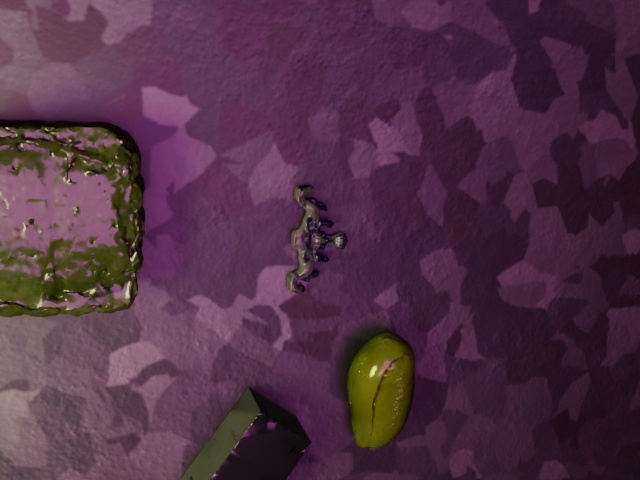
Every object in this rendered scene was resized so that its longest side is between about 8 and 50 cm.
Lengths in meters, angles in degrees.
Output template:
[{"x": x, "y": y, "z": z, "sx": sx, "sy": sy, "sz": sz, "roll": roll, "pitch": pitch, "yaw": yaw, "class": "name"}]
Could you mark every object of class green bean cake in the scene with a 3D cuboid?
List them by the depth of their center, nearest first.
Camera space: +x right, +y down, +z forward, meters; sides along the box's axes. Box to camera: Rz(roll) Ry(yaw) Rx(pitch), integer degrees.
[{"x": -0.291, "y": -0.025, "z": 0.746, "sx": 0.214, "sy": 0.113, "sz": 0.201, "roll": -2, "pitch": 101, "yaw": -17, "class": "green bean cake"}]

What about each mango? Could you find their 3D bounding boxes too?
[{"x": 0.073, "y": 0.193, "z": 0.924, "sx": 0.091, "sy": 0.074, "sz": 0.165, "roll": 3, "pitch": 113, "yaw": -23, "class": "mango"}]

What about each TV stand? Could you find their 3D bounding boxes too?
[{"x": -0.129, "y": 0.322, "z": 0.884, "sx": 0.088, "sy": 0.083, "sz": 0.270, "roll": 36, "pitch": 89, "yaw": -19, "class": "TV stand"}]

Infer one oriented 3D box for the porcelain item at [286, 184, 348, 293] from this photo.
[{"x": 0.000, "y": 0.000, "z": 0.887, "sx": 0.075, "sy": 0.021, "sz": 0.136, "roll": 1, "pitch": 101, "yaw": -21, "class": "porcelain item"}]
